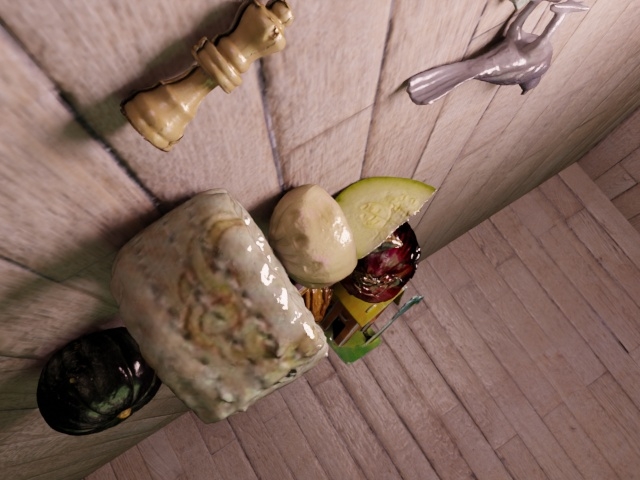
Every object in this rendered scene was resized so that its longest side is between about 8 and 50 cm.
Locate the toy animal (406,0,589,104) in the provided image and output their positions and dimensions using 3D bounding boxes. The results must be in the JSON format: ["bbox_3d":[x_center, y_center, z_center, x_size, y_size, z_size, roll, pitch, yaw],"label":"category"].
[{"bbox_3d":[0.317,-0.306,0.759,0.366,0.081,0.206,-16,156,-39],"label":"toy animal"}]

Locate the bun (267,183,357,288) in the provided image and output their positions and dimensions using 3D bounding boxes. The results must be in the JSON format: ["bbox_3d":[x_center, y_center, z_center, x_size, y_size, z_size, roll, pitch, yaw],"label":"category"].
[{"bbox_3d":[-0.026,0.002,0.831,0.127,0.179,0.193,-30,180,-15],"label":"bun"}]

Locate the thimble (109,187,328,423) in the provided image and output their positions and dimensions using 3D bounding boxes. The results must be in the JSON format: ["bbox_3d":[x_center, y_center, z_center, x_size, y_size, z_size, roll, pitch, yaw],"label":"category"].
[{"bbox_3d":[-0.132,0.092,0.651,0.195,0.292,0.291,-32,165,-1],"label":"thimble"}]

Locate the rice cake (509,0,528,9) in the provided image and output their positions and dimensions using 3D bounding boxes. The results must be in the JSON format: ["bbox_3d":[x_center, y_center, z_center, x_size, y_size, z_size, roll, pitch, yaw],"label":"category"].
[{"bbox_3d":[0.328,-0.384,0.634,0.170,0.029,0.033,-40,167,21],"label":"rice cake"}]

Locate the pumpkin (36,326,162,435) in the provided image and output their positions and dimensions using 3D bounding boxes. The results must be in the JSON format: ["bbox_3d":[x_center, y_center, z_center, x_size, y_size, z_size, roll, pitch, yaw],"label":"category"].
[{"bbox_3d":[-0.402,0.259,0.875,0.220,0.162,0.220,-36,166,-10],"label":"pumpkin"}]

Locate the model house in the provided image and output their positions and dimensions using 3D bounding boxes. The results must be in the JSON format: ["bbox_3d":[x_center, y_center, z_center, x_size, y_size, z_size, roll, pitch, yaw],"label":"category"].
[{"bbox_3d":[0.159,0.161,1.567,0.340,0.300,0.324,-19,151,-45],"label":"model house"}]

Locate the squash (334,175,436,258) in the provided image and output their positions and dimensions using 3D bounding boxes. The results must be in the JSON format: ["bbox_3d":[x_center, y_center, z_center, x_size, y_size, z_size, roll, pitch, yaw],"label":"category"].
[{"bbox_3d":[0.091,-0.039,0.999,0.236,0.204,0.155,-38,148,-24],"label":"squash"}]

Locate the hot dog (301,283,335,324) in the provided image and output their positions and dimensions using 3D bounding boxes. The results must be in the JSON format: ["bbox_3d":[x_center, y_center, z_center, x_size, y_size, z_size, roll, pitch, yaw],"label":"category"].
[{"bbox_3d":[-0.045,0.160,1.355,0.272,0.122,0.196,-54,-166,45],"label":"hot dog"}]

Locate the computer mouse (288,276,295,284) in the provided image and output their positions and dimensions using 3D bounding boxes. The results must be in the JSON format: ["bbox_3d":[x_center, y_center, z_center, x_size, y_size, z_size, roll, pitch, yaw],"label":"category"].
[{"bbox_3d":[-0.123,0.128,1.185,0.137,0.086,0.270,-29,162,-34],"label":"computer mouse"}]

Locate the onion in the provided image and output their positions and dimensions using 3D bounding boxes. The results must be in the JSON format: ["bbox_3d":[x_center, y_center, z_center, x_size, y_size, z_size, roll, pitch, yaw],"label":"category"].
[{"bbox_3d":[0.147,0.032,1.225,0.281,0.221,0.281,90,26,-69],"label":"onion"}]

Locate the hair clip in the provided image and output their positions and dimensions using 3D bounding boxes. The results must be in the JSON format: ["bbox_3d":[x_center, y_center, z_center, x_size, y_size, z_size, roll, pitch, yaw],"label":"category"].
[{"bbox_3d":[0.023,0.059,1.057,0.358,0.096,0.110,-33,-152,7],"label":"hair clip"}]

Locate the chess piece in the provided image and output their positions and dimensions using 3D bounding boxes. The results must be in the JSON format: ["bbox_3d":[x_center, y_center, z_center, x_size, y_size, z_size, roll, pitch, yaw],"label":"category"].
[{"bbox_3d":[-0.096,-0.154,0.422,0.172,0.060,0.060,-38,165,7],"label":"chess piece"}]
